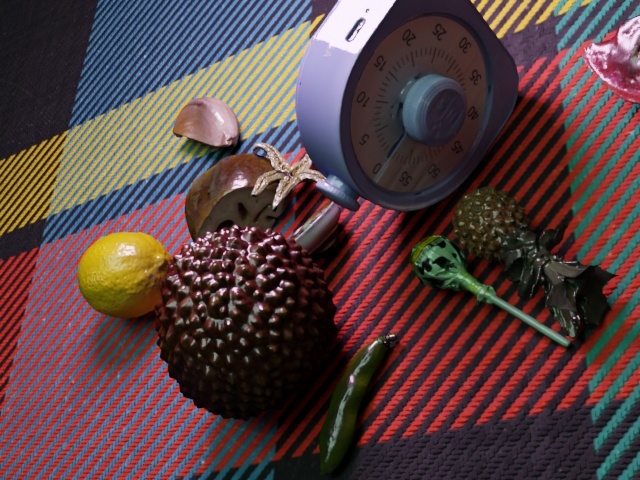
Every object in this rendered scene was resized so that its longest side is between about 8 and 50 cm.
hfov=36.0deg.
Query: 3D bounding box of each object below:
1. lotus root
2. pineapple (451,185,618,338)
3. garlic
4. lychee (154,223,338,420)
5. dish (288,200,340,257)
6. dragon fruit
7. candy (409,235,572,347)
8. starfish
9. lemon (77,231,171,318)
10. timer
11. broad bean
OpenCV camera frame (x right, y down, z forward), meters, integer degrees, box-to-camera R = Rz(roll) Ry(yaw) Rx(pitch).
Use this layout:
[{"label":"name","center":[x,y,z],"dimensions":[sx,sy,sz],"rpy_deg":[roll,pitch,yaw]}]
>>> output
[{"label":"lotus root","center":[-0.174,-0.064,1.910],"dimensions":[0.235,0.138,0.119],"rpy_deg":[-43,34,17]},{"label":"pineapple","center":[0.304,0.024,1.449],"dimensions":[0.130,0.119,0.277],"rpy_deg":[-17,36,-26]},{"label":"garlic","center":[-0.234,-0.254,2.111],"dimensions":[0.196,0.087,0.101],"rpy_deg":[18,88,41]},{"label":"lychee","center":[-0.125,0.138,1.615],"dimensions":[0.306,0.330,0.306],"rpy_deg":[-24,21,10]},{"label":"dish","center":[0.000,0.000,1.762],"dimensions":[0.141,0.078,0.141],"rpy_deg":[-43,6,6]},{"label":"dragon fruit","center":[0.540,-0.254,1.449],"dimensions":[0.262,0.134,0.211],"rpy_deg":[-26,59,45]},{"label":"candy","center":[0.258,0.083,1.500],"dimensions":[0.305,0.091,0.083],"rpy_deg":[34,98,36]},{"label":"starfish","center":[-0.046,-0.124,1.850],"dimensions":[0.217,0.050,0.223],"rpy_deg":[20,48,25]},{"label":"lemon","center":[-0.384,0.068,1.956],"dimensions":[0.193,0.180,0.180],"rpy_deg":[-10,54,7]},{"label":"timer","center":[0.133,-0.212,1.573],"dimensions":[0.173,0.395,0.395],"rpy_deg":[31,84,44]},{"label":"broad bean","center":[0.048,0.254,1.564],"dimensions":[0.065,0.046,0.254],"rpy_deg":[16,73,31]}]
